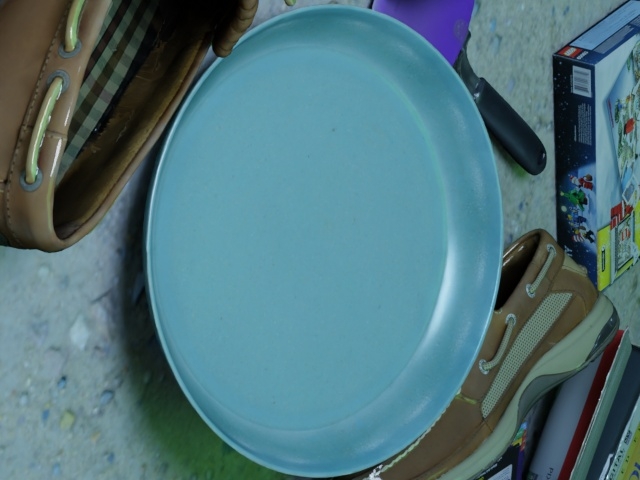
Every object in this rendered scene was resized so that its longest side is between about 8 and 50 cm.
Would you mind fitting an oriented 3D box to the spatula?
[{"bbox_3d":[0.119,-0.128,1.538,0.296,0.030,0.084,47,59,-54],"label":"spatula"}]

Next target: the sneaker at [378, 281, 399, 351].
[{"bbox_3d":[0.010,0.087,1.443,0.057,0.075,0.161,26,83,-56],"label":"sneaker"}]

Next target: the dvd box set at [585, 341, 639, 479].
[{"bbox_3d":[0.323,0.305,2.011,0.420,0.062,0.308,41,71,-55],"label":"dvd box set"}]

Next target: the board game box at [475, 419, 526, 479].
[{"bbox_3d":[0.105,0.233,1.676,0.170,0.048,0.141,-23,126,-48],"label":"board game box"}]

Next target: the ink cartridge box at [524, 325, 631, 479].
[{"bbox_3d":[0.217,0.157,1.730,0.224,0.056,0.181,34,76,-76],"label":"ink cartridge box"}]

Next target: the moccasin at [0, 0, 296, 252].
[{"bbox_3d":[-0.083,-0.158,1.128,0.380,0.147,0.139,-55,143,-24],"label":"moccasin"}]

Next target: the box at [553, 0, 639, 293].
[{"bbox_3d":[0.267,-0.087,1.758,0.159,0.044,0.233,-37,133,-41],"label":"box"}]

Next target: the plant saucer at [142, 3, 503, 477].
[{"bbox_3d":[0.000,0.000,1.349,0.317,0.043,0.318,-3,94,-42],"label":"plant saucer"}]

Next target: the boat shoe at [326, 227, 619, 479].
[{"bbox_3d":[0.106,0.101,1.573,0.324,0.122,0.120,-39,104,-40],"label":"boat shoe"}]
